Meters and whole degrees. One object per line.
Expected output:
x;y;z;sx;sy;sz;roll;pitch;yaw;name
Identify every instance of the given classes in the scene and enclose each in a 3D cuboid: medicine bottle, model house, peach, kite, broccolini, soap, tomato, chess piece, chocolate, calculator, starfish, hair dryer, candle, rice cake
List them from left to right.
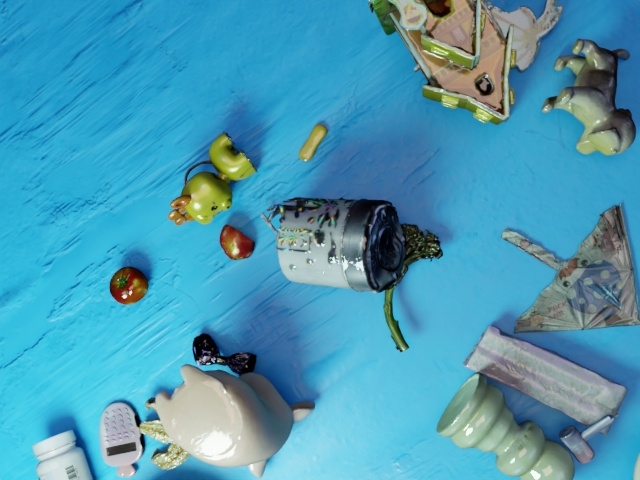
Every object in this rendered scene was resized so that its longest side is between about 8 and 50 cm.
-0.561;0.522;1.363;0.103;0.103;0.186;-24;82;8;medicine bottle
-0.445;0.446;1.387;0.103;0.024;0.166;-14;81;9;calculator
-0.428;0.102;1.389;0.087;0.075;0.087;-6;70;15;tomato
-0.280;0.408;1.339;0.238;0.071;0.216;23;96;6;starfish
-0.213;0.255;1.344;0.147;0.072;0.070;14;129;20;chocolate
-0.187;0.000;1.363;0.077;0.050;0.083;-15;79;8;peach
-0.017;-0.215;1.364;0.034;0.012;0.089;33;92;11;soap
0.000;0.000;1.251;0.330;0.187;0.187;5;86;29;candle
0.192;0.094;1.272;0.123;0.062;0.271;-3;79;26;broccolini
0.323;-0.397;1.179;0.340;0.300;0.323;-32;90;13;model house
0.366;0.385;1.181;0.251;0.144;0.144;36;93;7;chess piece
0.439;0.267;1.214;0.298;0.050;0.106;25;90;12;rice cake
0.505;0.065;1.240;0.314;0.011;0.335;38;92;12;kite
0.512;0.360;1.157;0.114;0.037;0.063;-39;88;11;hair dryer

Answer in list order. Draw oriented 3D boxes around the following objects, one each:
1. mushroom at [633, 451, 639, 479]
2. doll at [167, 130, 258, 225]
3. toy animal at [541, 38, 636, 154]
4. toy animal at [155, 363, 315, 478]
0.685;0.432;1.079;0.246;0.202;0.246;-4;75;16;mushroom
-0.244;-0.118;1.343;0.135;0.143;0.221;44;87;10;doll
0.530;-0.278;1.215;0.169;0.121;0.233;8;77;-5;toy animal
-0.174;0.353;1.230;0.213;0.256;0.195;40;97;23;toy animal
